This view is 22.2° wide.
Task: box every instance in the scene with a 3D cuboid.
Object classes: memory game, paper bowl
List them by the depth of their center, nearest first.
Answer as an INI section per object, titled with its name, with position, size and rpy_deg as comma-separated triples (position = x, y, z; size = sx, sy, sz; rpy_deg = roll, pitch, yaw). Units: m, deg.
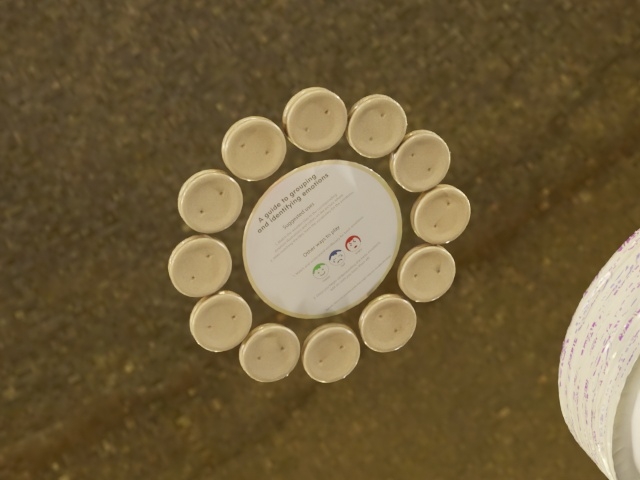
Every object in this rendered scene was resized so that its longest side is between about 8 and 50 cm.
[memory game]
position = 0.000, 0.000, 0.946
size = 0.186, 0.012, 0.186
rpy_deg = -8, 115, -19
[paper bowl]
position = 0.340, 0.104, 1.267
size = 0.284, 0.148, 0.284
rpy_deg = -12, 124, -18
